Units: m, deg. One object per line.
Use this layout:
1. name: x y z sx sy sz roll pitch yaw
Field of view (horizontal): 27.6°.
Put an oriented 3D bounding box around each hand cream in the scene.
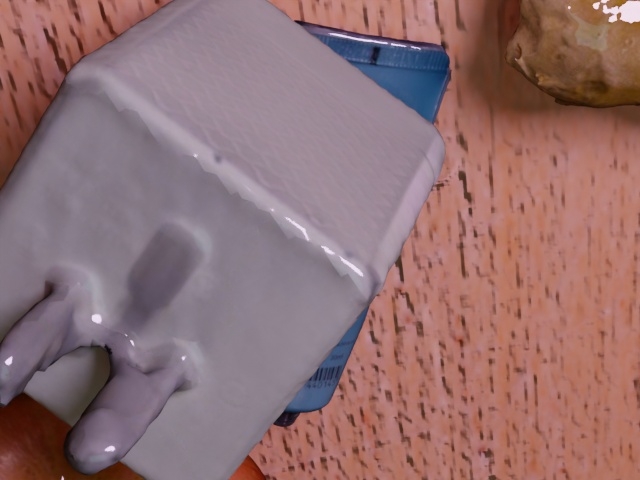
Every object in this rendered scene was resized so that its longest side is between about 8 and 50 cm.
1. hand cream: 0.000 0.000 0.659 0.083 0.048 0.224 8 118 -13

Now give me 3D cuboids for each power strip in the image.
1. power strip: -0.055 0.004 0.524 0.139 0.224 0.140 37 116 -3

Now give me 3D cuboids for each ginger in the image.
1. ginger: 0.222 -0.076 0.612 0.299 0.065 0.118 21 125 -23

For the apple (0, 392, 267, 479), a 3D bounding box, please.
1. apple: -0.132 0.208 0.668 0.242 0.242 0.241 6 131 -11
